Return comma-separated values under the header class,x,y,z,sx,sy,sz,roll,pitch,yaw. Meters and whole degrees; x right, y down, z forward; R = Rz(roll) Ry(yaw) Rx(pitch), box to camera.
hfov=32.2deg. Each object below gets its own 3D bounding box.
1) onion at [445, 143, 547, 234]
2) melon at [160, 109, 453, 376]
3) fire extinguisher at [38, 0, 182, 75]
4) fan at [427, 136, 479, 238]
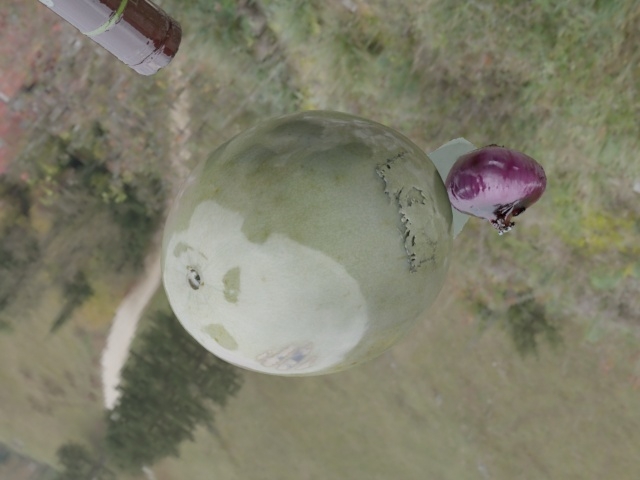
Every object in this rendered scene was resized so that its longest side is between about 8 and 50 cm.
class,x,y,z,sx,sy,sz,roll,pitch,yaw
onion,0.196,-0.057,1.241,0.115,0.104,0.115,-9,162,-3
melon,0.000,0.000,1.136,0.269,0.330,0.268,16,112,44
fire extinguisher,-0.336,-0.349,1.464,0.141,0.105,0.341,20,169,45
fan,0.101,-0.009,1.467,0.010,0.310,0.182,34,-159,-30
